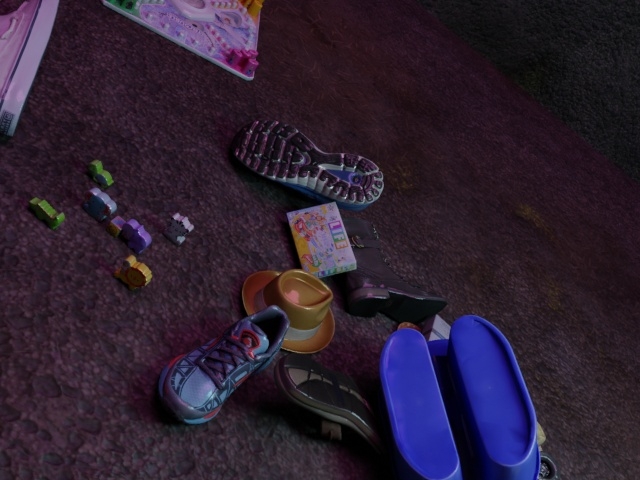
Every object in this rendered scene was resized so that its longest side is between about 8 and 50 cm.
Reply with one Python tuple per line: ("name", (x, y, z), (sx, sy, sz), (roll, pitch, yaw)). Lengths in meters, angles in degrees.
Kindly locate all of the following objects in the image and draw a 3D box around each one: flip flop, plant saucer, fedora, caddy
("flip flop", (0.013, 0.266, 1.160), (0.277, 0.080, 0.112), (36, 23, -39))
("plant saucer", (0.183, 0.201, 1.462), (0.083, 0.013, 0.083), (26, 37, -22))
("fedora", (-0.041, 0.107, 1.295), (0.194, 0.079, 0.194), (26, 37, -22))
("caddy", (0.223, 0.291, 1.217), (0.241, 0.179, 0.341), (-11, 50, 1))

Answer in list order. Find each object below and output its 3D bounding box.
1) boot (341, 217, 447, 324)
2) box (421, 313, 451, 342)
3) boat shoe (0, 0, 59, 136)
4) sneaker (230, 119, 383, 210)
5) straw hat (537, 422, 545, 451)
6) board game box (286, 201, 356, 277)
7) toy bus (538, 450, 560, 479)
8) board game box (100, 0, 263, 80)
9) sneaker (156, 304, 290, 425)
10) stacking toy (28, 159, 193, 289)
("boot", (0.127, 0.049, 1.508), (0.263, 0.091, 0.229), (11, 45, -32))
("box", (0.248, 0.252, 1.432), (0.145, 0.038, 0.186), (42, 37, -9))
("boat shoe", (-0.558, -0.339, 1.265), (0.156, 0.136, 0.367), (20, 50, -23))
("sneaker", (-0.036, -0.138, 1.545), (0.330, 0.147, 0.130), (25, 70, 4))
("straw hat", (0.401, 0.380, 1.432), (0.144, 0.061, 0.144), (25, 38, -22))
("board game box", (0.000, 0.000, 1.445), (0.103, 0.026, 0.154), (-13, 55, -7))
("toy bus", (0.327, 0.477, 1.207), (0.211, 0.149, 0.220), (-29, 71, -37))
("board game box", (-0.320, -0.600, 1.829), (0.390, 0.050, 0.390), (25, 38, -22))
("sneaker", (-0.138, 0.168, 1.097), (0.104, 0.125, 0.262), (44, 35, 5))
("stacking toy", (-0.332, -0.035, 1.200), (0.221, 0.052, 0.167), (38, 35, -3))
